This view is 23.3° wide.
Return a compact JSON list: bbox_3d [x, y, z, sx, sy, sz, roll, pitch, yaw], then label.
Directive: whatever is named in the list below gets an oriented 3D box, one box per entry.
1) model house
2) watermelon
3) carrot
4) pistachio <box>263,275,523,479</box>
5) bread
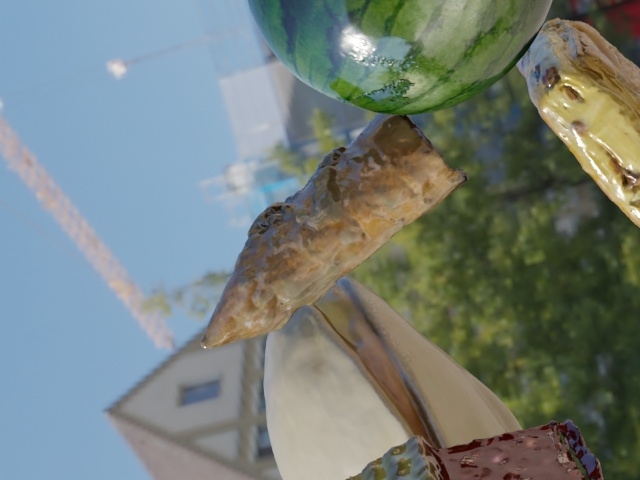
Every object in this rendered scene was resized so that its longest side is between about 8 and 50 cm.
[{"bbox_3d":[0.106,0.258,1.199,0.196,0.253,0.160,-110,17,-64],"label":"model house"},{"bbox_3d":[0.061,-0.217,1.180,0.242,0.242,0.242,-16,-90,-75],"label":"watermelon"},{"bbox_3d":[0.000,0.000,1.290,0.102,0.263,0.102,46,175,5],"label":"carrot"},{"bbox_3d":[0.092,0.249,1.883,0.445,0.281,0.365,60,167,5],"label":"pistachio"},{"bbox_3d":[0.301,-0.119,1.555,0.235,0.099,0.210,45,-164,-15],"label":"bread"}]
